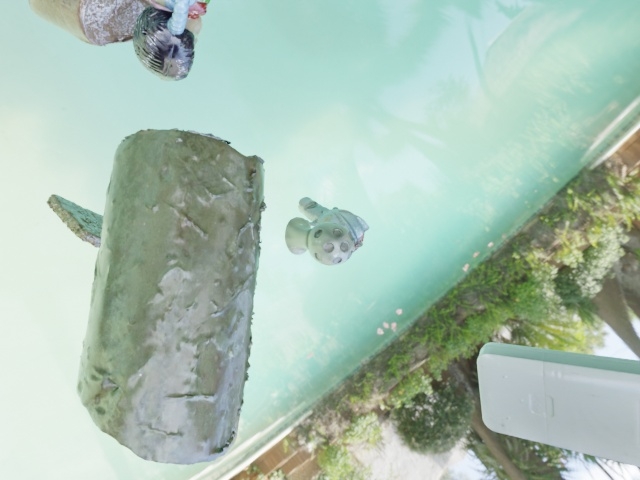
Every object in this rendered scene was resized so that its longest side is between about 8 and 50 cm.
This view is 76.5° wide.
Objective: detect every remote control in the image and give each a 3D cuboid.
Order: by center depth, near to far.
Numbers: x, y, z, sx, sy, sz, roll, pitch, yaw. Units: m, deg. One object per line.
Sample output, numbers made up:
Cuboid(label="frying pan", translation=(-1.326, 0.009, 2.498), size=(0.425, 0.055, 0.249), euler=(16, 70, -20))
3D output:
Cuboid(label="remote control", translation=(0.284, 0.162, 0.390), size=(0.250, 0.103, 0.034), euler=(-2, -165, 36))

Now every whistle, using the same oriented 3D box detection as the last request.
Cuboid(label="whistle", translation=(0.028, -0.051, 1.248), size=(0.142, 0.346, 0.134), euler=(-45, 127, -4))

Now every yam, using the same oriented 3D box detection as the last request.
Cuboid(label="yam", translation=(-0.150, 0.053, 0.430), size=(0.168, 0.168, 0.304), euler=(25, 70, -69))

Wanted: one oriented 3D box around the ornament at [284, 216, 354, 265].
Cuboid(label="ornament", translation=(0.000, 0.000, 0.705), size=(0.081, 0.156, 0.075), euler=(-2, 97, -31))

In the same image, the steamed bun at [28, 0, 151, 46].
Cuboid(label="steamed bun", translation=(-0.562, -0.653, 1.036), size=(0.301, 0.251, 0.199), euler=(-50, 172, -38))

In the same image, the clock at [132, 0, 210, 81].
Cuboid(label="clock", translation=(-0.213, -0.356, 0.596), size=(0.100, 0.195, 0.194), euler=(6, 166, -26))

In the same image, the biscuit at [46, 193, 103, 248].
Cuboid(label="biscuit", translation=(-0.346, -0.001, 0.711), size=(0.026, 0.131, 0.237), euler=(-52, 153, -2))
